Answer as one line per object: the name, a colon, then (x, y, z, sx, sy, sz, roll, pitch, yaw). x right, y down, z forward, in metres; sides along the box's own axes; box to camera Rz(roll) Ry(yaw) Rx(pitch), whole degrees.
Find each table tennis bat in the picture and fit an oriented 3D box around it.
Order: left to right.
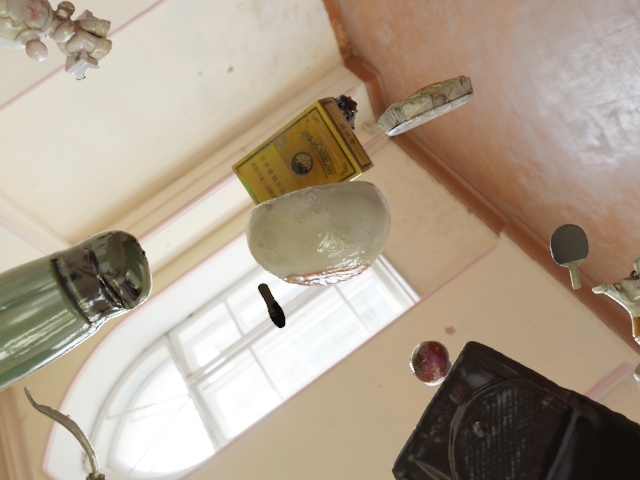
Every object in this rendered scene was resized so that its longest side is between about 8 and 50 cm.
table tennis bat: (0.592, 0.038, 1.278, 0.013, 0.087, 0.156, -89, -13, -83)

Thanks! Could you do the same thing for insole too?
insole: (-0.129, 0.174, 1.444, 0.135, 0.045, 0.002, 63, -164, -4)

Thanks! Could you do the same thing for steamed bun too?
steamed bun: (0.000, 0.000, 1.048, 0.283, 0.283, 0.177, 87, 172, -84)

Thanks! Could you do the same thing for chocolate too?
chocolate: (0.053, -0.352, 1.553, 0.156, 0.133, 0.156, 33, -161, -13)

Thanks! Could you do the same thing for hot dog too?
hot dog: (0.274, -0.354, 1.424, 0.075, 0.268, 0.144, 64, 170, 3)

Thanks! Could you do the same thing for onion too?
onion: (0.320, 0.354, 1.567, 0.131, 0.131, 0.131, 54, 177, 5)

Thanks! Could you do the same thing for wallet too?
wallet: (0.289, 0.297, 0.715, 0.323, 0.247, 0.041, 31, 158, 16)

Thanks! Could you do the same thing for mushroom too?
mushroom: (-0.543, 0.432, 1.181, 0.043, 0.068, 0.306, -126, 17, -63)

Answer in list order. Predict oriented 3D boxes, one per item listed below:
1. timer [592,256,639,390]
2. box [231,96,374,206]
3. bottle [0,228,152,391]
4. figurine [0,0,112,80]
timer: (0.644, 0.176, 1.039, 0.266, 0.175, 0.175, 61, 178, 8)
box: (-0.048, -0.177, 1.293, 0.193, 0.301, 0.084, 57, -146, -4)
bottle: (-0.434, 0.106, 0.852, 0.168, 0.347, 0.168, 57, 169, 18)
figurine: (-0.551, -0.426, 1.043, 0.144, 0.182, 0.257, 6, 173, 44)
